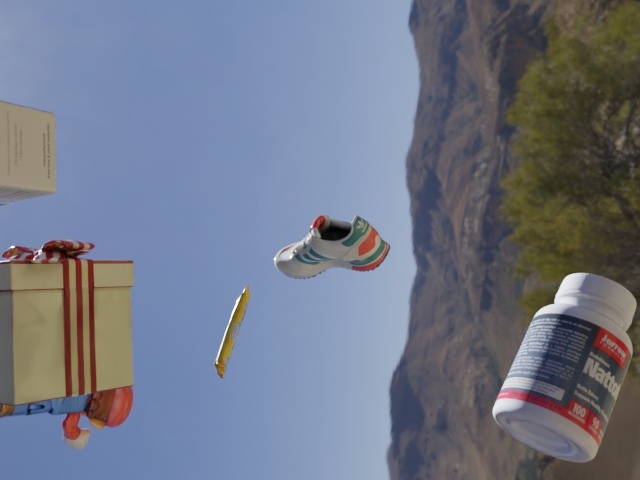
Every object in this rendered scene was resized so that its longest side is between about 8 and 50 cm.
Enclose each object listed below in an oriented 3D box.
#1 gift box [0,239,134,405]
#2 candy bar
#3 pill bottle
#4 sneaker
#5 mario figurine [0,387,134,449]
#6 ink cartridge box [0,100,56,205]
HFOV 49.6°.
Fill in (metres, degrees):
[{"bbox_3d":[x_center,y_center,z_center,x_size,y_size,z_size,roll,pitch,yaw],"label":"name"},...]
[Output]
[{"bbox_3d":[-0.481,0.131,1.168,0.276,0.255,0.257,5,-99,-56],"label":"gift box"},{"bbox_3d":[-0.136,0.142,1.079,0.040,0.018,0.161,94,-172,-47],"label":"candy bar"},{"bbox_3d":[0.265,0.129,0.734,0.180,0.108,0.108,-59,-21,-22],"label":"pill bottle"},{"bbox_3d":[0.000,0.000,0.826,0.075,0.161,0.057,53,-133,-33],"label":"sneaker"},{"bbox_3d":[-0.562,0.340,1.529,0.321,0.170,0.198,25,-66,-44],"label":"mario figurine"},{"bbox_3d":[-0.557,-0.124,0.939,0.307,0.223,0.128,6,-101,-58],"label":"ink cartridge box"}]
